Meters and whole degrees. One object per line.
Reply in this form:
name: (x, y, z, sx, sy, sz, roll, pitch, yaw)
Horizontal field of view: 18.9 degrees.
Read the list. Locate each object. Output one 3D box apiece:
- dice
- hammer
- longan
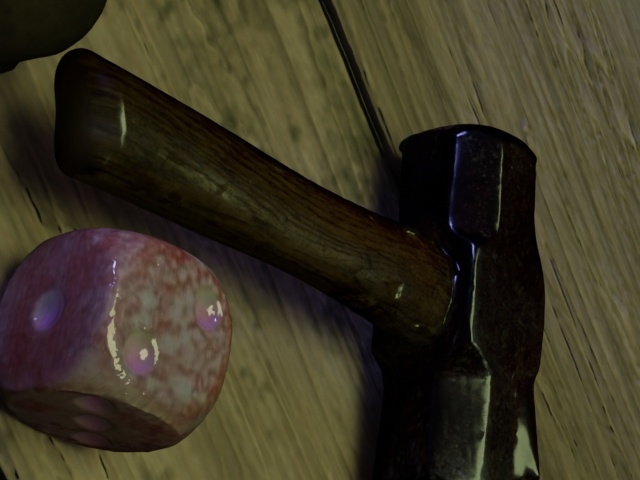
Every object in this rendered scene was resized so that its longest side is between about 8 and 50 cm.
dice: (-0.108, 0.052, 0.991, 0.091, 0.093, 0.094, 31, 60, -42)
hammer: (0.000, 0.000, 1.111, 0.409, 0.095, 0.242, 29, 60, -48)
longan: (-0.158, -0.131, 0.983, 0.106, 0.106, 0.119, -8, 126, -51)
